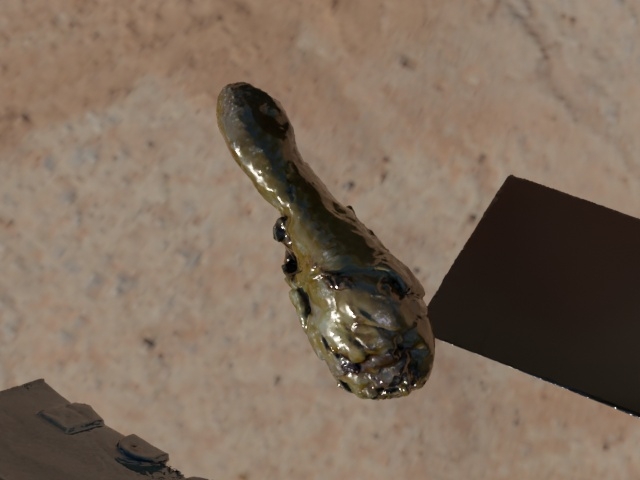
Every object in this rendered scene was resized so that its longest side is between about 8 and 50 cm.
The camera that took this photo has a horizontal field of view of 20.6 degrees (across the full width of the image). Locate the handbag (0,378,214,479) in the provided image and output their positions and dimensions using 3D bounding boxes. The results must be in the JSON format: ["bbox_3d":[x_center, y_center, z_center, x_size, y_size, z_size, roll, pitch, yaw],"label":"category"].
[{"bbox_3d":[-0.172,0.184,1.290,0.229,0.179,0.062,30,113,24],"label":"handbag"}]

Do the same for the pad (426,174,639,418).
[{"bbox_3d":[0.258,0.057,1.566,0.299,0.202,0.005,20,148,23],"label":"pad"}]

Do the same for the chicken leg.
[{"bbox_3d":[0.002,-0.001,0.964,0.069,0.085,0.198,-30,91,15],"label":"chicken leg"}]
